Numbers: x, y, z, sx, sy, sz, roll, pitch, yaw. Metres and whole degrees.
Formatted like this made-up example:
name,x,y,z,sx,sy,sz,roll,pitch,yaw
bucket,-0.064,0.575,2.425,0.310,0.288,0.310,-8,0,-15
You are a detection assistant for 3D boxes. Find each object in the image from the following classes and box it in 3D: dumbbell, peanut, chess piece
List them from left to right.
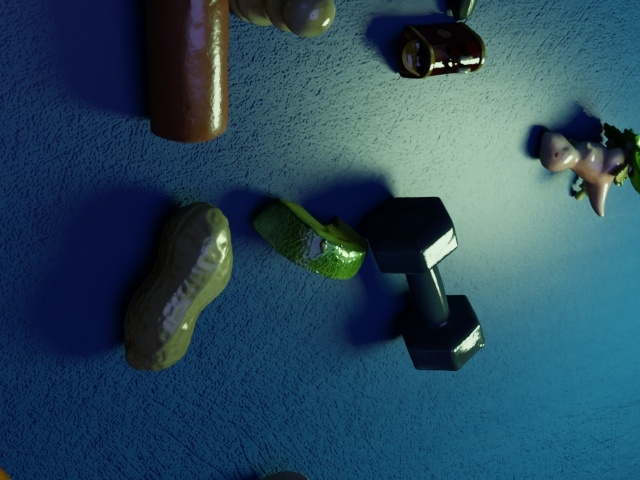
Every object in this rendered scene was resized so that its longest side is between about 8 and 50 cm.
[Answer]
name,x,y,z,sx,sy,sz,roll,pitch,yaw
peanut,-0.208,0.072,1.578,0.125,0.111,0.274,12,110,-56
chess piece,-0.047,-0.317,1.439,0.094,0.170,0.094,-19,125,-28
dumbbell,0.182,0.078,1.838,0.156,0.143,0.316,-40,131,-22

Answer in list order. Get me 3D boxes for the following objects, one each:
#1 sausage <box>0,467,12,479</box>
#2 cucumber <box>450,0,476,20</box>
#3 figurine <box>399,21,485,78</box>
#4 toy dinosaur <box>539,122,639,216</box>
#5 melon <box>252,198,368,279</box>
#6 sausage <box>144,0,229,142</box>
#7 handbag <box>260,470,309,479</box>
name,x,y,z,sx,sy,sz,roll,pitch,yaw
sausage,-0.550,0.306,1.366,0.233,0.233,0.287,-35,129,-16
cucumber,0.227,-0.394,1.683,0.048,0.048,0.105,-16,123,-29
figurine,0.189,-0.286,1.681,0.154,0.098,0.082,-13,125,-34
toy dinosaur,0.503,-0.133,1.971,0.177,0.152,0.194,-27,121,-12
melon,0.000,0.000,1.691,0.209,0.118,0.064,11,121,-53
sausage,-0.176,-0.260,1.417,0.113,0.113,0.259,-16,123,-29
handbag,-0.070,0.505,1.865,0.205,0.179,0.116,-47,125,-25
